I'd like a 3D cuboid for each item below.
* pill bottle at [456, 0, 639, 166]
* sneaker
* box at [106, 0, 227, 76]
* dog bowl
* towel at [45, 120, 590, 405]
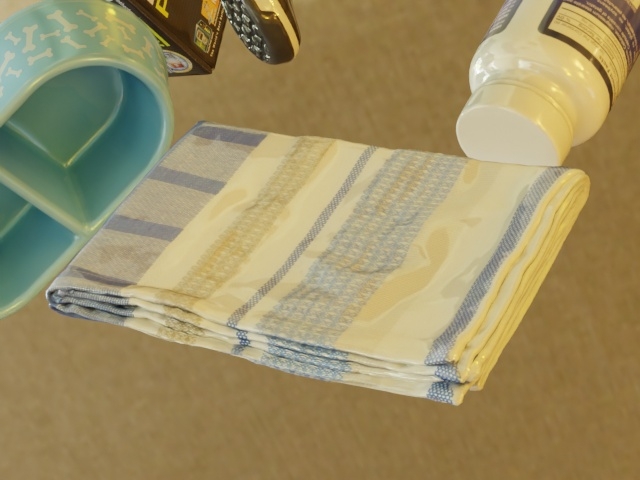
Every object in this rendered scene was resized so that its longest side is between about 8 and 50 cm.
[{"bbox_3d":[0.178,-0.136,1.374,0.112,0.112,0.187,7,50,34],"label":"pill bottle"},{"bbox_3d":[-0.039,-0.233,1.248,0.097,0.084,0.235,-17,65,-5],"label":"sneaker"},{"bbox_3d":[-0.142,-0.308,1.561,0.060,0.216,0.270,-1,65,31],"label":"box"},{"bbox_3d":[-0.233,-0.052,1.396,0.297,0.166,0.074,-45,39,8],"label":"dog bowl"},{"bbox_3d":[0.000,0.000,1.078,0.285,0.034,0.209,10,41,26],"label":"towel"}]
